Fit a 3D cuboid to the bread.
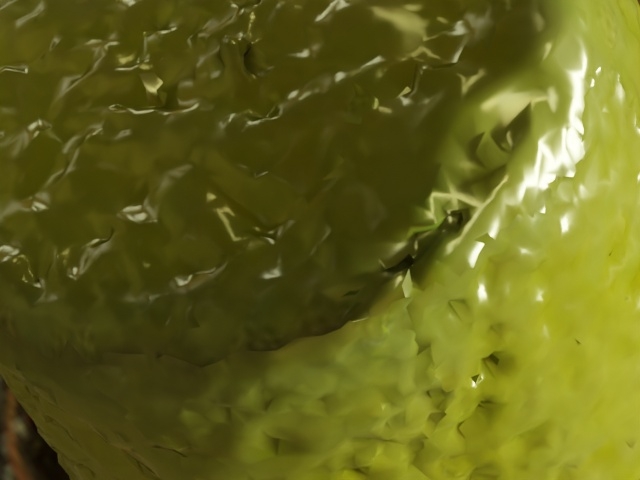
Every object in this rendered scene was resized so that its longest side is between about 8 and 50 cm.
[{"bbox_3d":[0.000,0.000,0.843,0.308,0.348,0.348,49,10,-51],"label":"bread"}]
